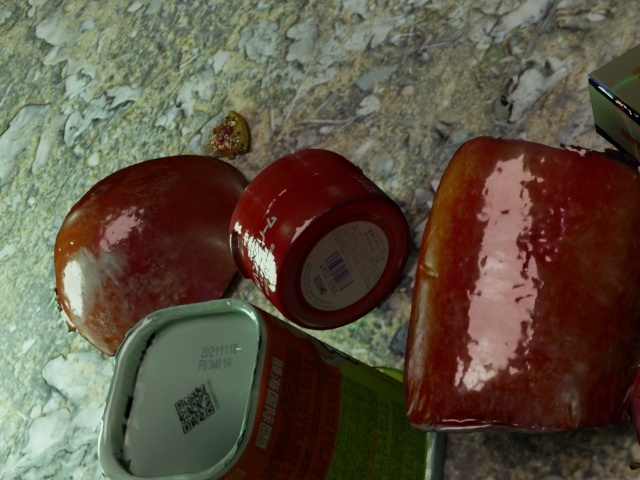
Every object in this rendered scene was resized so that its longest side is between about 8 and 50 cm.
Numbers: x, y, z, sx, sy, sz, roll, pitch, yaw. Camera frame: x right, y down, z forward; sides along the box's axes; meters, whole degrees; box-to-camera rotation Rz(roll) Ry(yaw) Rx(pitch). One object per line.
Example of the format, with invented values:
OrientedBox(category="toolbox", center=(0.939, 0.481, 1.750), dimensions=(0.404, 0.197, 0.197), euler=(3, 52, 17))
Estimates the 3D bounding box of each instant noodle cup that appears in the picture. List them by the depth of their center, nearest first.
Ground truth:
OrientedBox(category="instant noodle cup", center=(-0.058, 0.214, 1.524), dimensions=(0.294, 0.308, 0.294), euler=(-19, 54, 29))

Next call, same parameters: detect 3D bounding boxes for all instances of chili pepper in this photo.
OrientedBox(category="chili pepper", center=(0.221, 0.065, 1.488), dimensions=(0.251, 0.229, 0.305), euler=(10, 81, 4))

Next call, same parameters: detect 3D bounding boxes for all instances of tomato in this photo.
OrientedBox(category="tomato", center=(-0.244, -0.007, 1.905), dimensions=(0.309, 0.170, 0.309), euler=(-20, 54, 30))

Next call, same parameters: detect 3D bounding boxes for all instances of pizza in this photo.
OrientedBox(category="pizza", center=(-0.135, -0.141, 2.002), dimensions=(0.078, 0.025, 0.083), euler=(-36, 48, 13))

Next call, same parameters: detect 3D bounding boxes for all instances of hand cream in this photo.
OrientedBox(category="hand cream", center=(0.000, 0.000, 1.693), dimensions=(0.193, 0.193, 0.125), euler=(-50, 44, 3))

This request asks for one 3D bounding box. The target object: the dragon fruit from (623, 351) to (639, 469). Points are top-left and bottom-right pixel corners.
OrientedBox(category="dragon fruit", center=(0.359, 0.169, 1.351), dimensions=(0.166, 0.133, 0.136), euler=(-111, 28, -47))

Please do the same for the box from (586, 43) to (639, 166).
OrientedBox(category="box", center=(0.447, -0.166, 1.434), dimensions=(0.310, 0.084, 0.198), euler=(-31, 44, -10))
